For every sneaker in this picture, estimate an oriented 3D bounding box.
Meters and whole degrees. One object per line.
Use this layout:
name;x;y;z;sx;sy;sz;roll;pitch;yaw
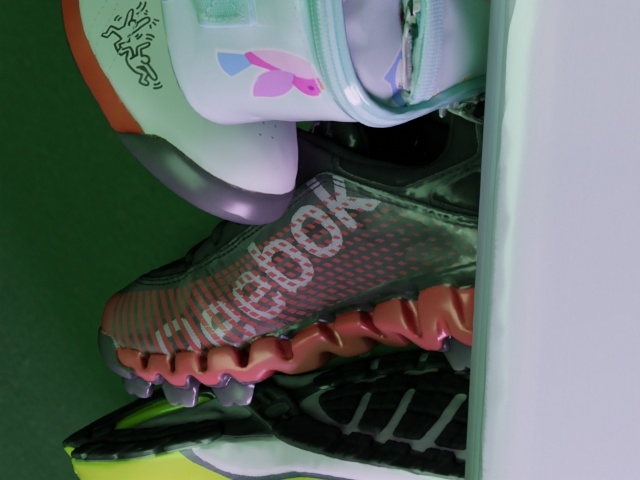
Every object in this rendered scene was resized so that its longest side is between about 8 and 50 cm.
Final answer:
sneaker;0.011;0.131;0.885;0.300;0.111;0.121;-5;113;39
sneaker;0.000;0.000;0.840;0.276;0.097;0.135;-13;99;33
sneaker;-0.045;-0.148;0.775;0.145;0.090;0.270;-46;50;31

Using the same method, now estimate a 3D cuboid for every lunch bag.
lunch bag;0.023;-0.179;0.688;0.108;0.224;0.279;3;106;32

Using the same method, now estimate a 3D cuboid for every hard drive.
hard drive;0.178;-0.018;0.680;0.233;0.047;0.353;0;109;-4
